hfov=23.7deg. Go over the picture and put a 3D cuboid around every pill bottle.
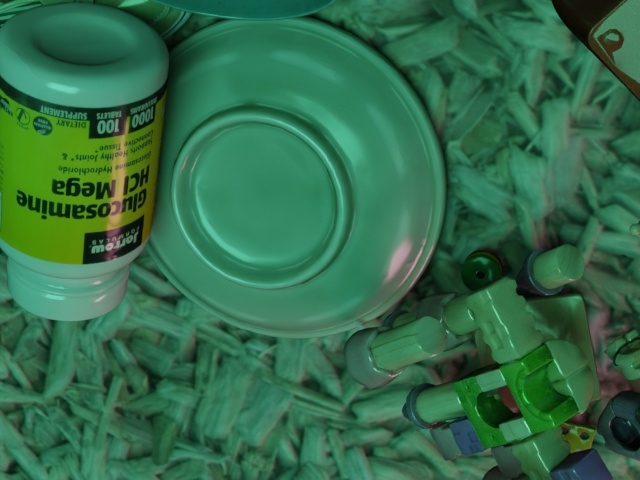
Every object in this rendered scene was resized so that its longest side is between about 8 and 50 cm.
[{"bbox_3d":[-0.275,-0.081,1.711,0.188,0.188,0.334,16,126,9],"label":"pill bottle"}]

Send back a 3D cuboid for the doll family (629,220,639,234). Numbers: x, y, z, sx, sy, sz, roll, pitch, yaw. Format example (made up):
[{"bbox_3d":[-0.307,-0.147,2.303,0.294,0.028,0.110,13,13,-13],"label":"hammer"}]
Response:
[{"bbox_3d":[0.466,-0.030,1.614,0.263,0.163,0.118,-29,82,18],"label":"doll family"}]

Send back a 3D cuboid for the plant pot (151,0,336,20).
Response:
[{"bbox_3d":[-0.101,-0.377,1.590,0.290,0.290,0.195,6,76,13],"label":"plant pot"}]

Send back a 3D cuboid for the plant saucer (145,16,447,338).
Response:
[{"bbox_3d":[-0.058,-0.058,1.762,0.400,0.100,0.400,6,111,15],"label":"plant saucer"}]

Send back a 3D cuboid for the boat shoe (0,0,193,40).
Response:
[{"bbox_3d":[-0.288,-0.250,1.761,0.302,0.094,0.109,-11,107,19],"label":"boat shoe"}]

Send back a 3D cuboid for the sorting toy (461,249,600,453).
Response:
[{"bbox_3d":[0.255,0.133,1.789,0.132,0.046,0.274,-8,108,17],"label":"sorting toy"}]

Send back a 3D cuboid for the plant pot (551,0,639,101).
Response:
[{"bbox_3d":[0.397,-0.221,1.513,0.267,0.236,0.267,45,115,-5],"label":"plant pot"}]

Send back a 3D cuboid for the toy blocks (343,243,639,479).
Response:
[{"bbox_3d":[0.186,0.182,1.711,0.260,0.309,0.289,-28,90,55],"label":"toy blocks"}]
